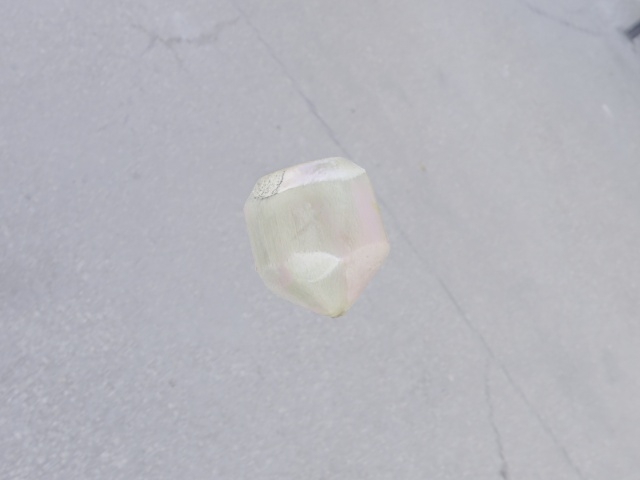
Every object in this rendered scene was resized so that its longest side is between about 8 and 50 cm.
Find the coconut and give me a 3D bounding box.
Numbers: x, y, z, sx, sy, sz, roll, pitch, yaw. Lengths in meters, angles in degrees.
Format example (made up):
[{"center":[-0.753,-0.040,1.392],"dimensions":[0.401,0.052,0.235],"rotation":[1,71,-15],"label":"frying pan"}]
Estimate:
[{"center":[0.000,0.000,1.247],"dimensions":[0.171,0.171,0.182],"rotation":[-13,88,-46],"label":"coconut"}]
